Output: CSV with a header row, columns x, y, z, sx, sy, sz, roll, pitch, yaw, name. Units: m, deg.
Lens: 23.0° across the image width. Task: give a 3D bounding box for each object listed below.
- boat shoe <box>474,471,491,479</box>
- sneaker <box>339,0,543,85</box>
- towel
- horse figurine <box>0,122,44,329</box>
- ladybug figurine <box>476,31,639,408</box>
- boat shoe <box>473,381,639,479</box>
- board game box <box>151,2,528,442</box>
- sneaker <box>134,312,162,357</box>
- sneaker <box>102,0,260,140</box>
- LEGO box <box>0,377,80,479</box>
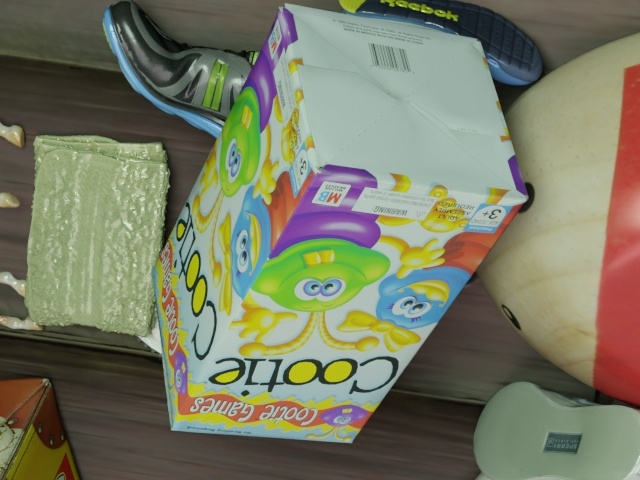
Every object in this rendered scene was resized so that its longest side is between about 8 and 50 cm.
x,y,z,sx,sy,sz,roll,pitch,yaw,name
0.260,0.215,1.172,0.340,0.158,0.127,-19,116,20,boat shoe
0.079,-0.129,1.065,0.144,0.053,0.059,18,128,5,sneaker
-0.166,-0.004,1.174,0.110,0.027,0.148,7,100,12,towel
-0.308,-0.007,1.199,0.174,0.066,0.263,2,123,2,horse figurine
0.315,0.009,1.037,0.449,0.162,0.305,1,121,9,ladybug figurine
0.192,0.156,1.142,0.081,0.227,0.079,25,80,-22,boat shoe
0.000,0.000,1.043,0.144,0.142,0.275,7,139,-22,board game box
-0.076,0.070,1.217,0.161,0.057,0.075,33,98,-4,sneaker
-0.068,-0.113,1.097,0.188,0.067,0.078,34,113,-16,sneaker
-0.369,0.383,1.367,0.372,0.193,0.500,-4,120,12,LEGO box
